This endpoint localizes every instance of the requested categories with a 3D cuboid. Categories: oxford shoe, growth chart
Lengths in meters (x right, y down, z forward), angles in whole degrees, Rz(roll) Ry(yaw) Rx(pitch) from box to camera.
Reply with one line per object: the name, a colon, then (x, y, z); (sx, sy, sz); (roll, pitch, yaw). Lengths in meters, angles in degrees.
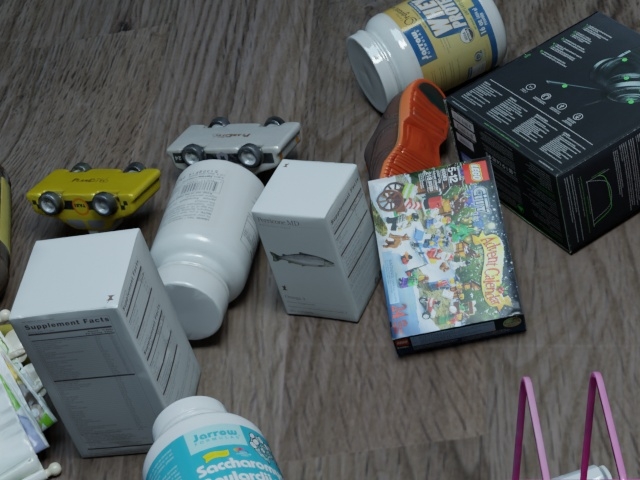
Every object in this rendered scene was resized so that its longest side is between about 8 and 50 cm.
oxford shoe: (0.106, -0.092, 2.018); (0.098, 0.097, 0.271); (-30, 33, 45)
growth chart: (-0.407, 0.210, 1.811); (0.172, 0.021, 0.237); (-21, 69, -9)

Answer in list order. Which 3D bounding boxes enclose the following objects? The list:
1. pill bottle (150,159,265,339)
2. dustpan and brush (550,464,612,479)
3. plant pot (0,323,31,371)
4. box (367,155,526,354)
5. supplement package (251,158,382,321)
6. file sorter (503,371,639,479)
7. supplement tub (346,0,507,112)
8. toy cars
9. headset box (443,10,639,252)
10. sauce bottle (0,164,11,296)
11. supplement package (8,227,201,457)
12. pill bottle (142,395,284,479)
pill bottle: (-0.151, 0.013, 1.936); (0.131, 0.131, 0.229); (-4, 41, 17)
dustpan and brush: (0.245, 0.304, 1.506); (0.147, 0.060, 0.211); (-18, 39, 0)
plant pot: (-0.385, 0.155, 1.904); (0.083, 0.081, 0.081); (-16, 39, -5)
box: (0.152, 0.016, 1.834); (0.159, 0.044, 0.233); (-12, 57, 7)
supplement package: (0.000, 0.000, 1.856); (0.105, 0.179, 0.105); (6, 45, 27)
file sorter: (0.323, 0.234, 1.346); (0.290, 0.182, 0.202); (0, 35, 0)
supplement tub: (0.152, -0.280, 2.151); (0.199, 0.144, 0.144); (-28, 40, -12)
toy cars: (-0.213, -0.084, 2.112); (0.393, 0.087, 0.176); (-19, 28, -8)
headset box: (0.351, -0.153, 1.941); (0.283, 0.131, 0.246); (-31, 41, -16)
sauce bottle: (-0.486, 0.018, 2.072); (0.111, 0.111, 0.344); (-16, 38, 3)
supplement package: (-0.247, 0.123, 1.755); (0.139, 0.244, 0.134); (-6, 41, 13)
pill bottle: (-0.105, 0.284, 1.594); (0.146, 0.146, 0.264); (-23, 40, -6)
